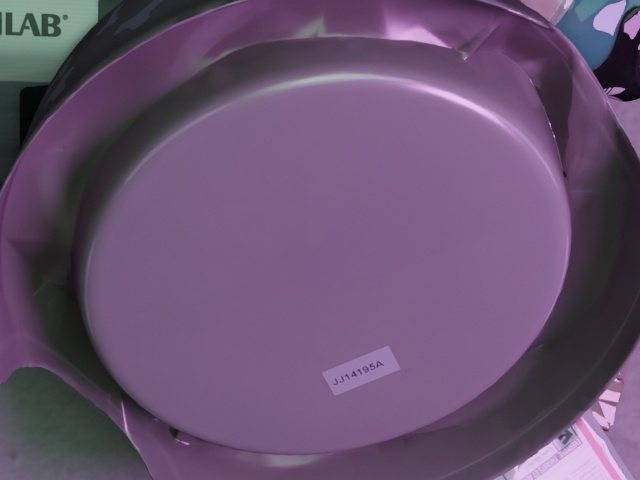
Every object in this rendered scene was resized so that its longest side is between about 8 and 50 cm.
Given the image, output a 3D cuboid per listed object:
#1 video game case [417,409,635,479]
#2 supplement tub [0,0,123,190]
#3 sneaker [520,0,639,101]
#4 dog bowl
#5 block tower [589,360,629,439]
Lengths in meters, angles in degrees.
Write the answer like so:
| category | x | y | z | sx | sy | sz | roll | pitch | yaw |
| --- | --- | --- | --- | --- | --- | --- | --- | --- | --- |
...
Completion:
| category | x | y | z | sx | sy | sz | roll | pitch | yaw |
| --- | --- | --- | --- | --- | --- | --- | --- | --- | --- |
| video game case | 0.143 | 0.255 | 0.818 | 0.204 | 0.025 | 0.285 | -34 | 91 | -13 |
| supplement tub | -0.075 | -0.116 | 0.810 | 0.337 | 0.207 | 0.207 | 0 | 85 | -11 |
| sneaker | 0.241 | -0.232 | 0.945 | 0.121 | 0.108 | 0.302 | 34 | 87 | -8 |
| dog bowl | 0.000 | 0.000 | 0.718 | 0.348 | 0.102 | 0.349 | -5 | 129 | -7 |
| block tower | 0.117 | 0.156 | 0.883 | 0.090 | 0.097 | 0.336 | 18 | 82 | -9 |
